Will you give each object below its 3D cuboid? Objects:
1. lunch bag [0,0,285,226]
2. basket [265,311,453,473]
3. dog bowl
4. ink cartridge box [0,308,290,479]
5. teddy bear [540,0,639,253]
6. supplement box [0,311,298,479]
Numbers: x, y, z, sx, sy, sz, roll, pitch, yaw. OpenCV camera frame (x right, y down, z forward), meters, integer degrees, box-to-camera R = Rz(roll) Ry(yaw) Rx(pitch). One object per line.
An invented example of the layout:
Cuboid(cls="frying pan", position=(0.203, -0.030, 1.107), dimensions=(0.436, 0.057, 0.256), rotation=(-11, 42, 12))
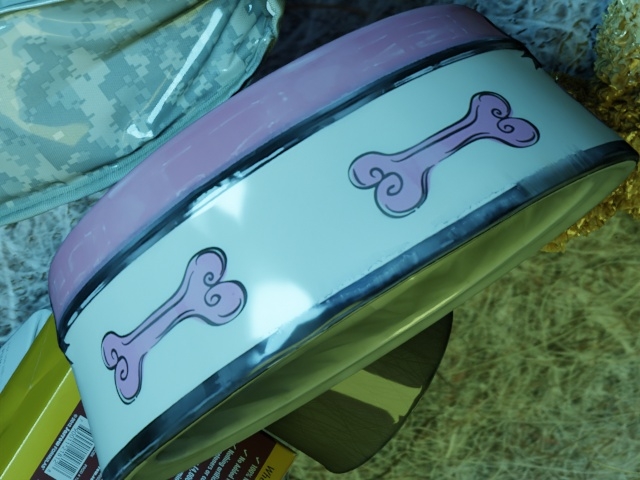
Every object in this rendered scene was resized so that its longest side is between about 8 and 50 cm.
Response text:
Cuboid(cls="lunch bag", position=(-0.134, -0.156, 1.089), dimensions=(0.287, 0.235, 0.169), rotation=(-21, 123, 18))
Cuboid(cls="basket", position=(-0.042, 0.070, 1.353), dimensions=(0.227, 0.154, 0.204), rotation=(27, 136, -16))
Cuboid(cls="dog bowl", position=(0.000, 0.000, 1.095), dimensions=(0.408, 0.408, 0.150), rotation=(-37, 81, 29))
Cuboid(cls="ink cartridge box", position=(-0.250, 0.275, 1.523), dimensions=(0.279, 0.160, 0.384), rotation=(30, 126, -23))
Cuboid(cls="teddy bear", position=(0.281, -0.082, 1.236), dimensions=(0.338, 0.113, 0.245), rotation=(3, 129, -2))
Cuboid(cls="supplement box", position=(-0.162, 0.187, 1.284), dimensions=(0.194, 0.129, 0.191), rotation=(35, 81, -22))
